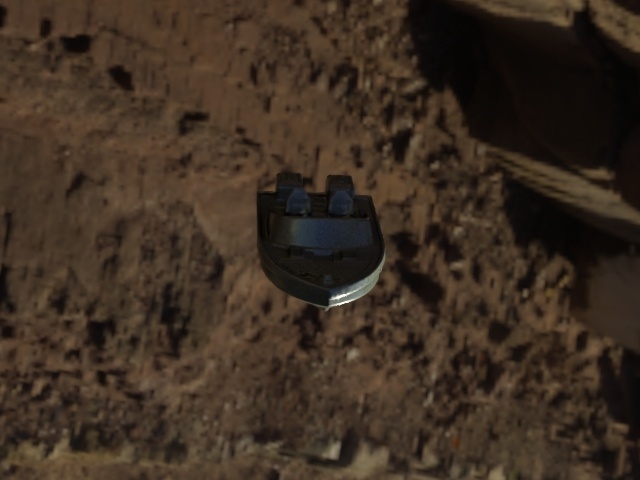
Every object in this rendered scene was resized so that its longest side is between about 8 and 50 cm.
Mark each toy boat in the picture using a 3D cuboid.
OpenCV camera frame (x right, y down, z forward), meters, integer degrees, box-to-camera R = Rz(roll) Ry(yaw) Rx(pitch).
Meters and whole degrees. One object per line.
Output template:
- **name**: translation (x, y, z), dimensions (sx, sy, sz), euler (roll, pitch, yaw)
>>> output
- **toy boat**: translation (0.000, 0.000, 1.340), dimensions (0.319, 0.141, 0.092), euler (-99, -168, -69)
